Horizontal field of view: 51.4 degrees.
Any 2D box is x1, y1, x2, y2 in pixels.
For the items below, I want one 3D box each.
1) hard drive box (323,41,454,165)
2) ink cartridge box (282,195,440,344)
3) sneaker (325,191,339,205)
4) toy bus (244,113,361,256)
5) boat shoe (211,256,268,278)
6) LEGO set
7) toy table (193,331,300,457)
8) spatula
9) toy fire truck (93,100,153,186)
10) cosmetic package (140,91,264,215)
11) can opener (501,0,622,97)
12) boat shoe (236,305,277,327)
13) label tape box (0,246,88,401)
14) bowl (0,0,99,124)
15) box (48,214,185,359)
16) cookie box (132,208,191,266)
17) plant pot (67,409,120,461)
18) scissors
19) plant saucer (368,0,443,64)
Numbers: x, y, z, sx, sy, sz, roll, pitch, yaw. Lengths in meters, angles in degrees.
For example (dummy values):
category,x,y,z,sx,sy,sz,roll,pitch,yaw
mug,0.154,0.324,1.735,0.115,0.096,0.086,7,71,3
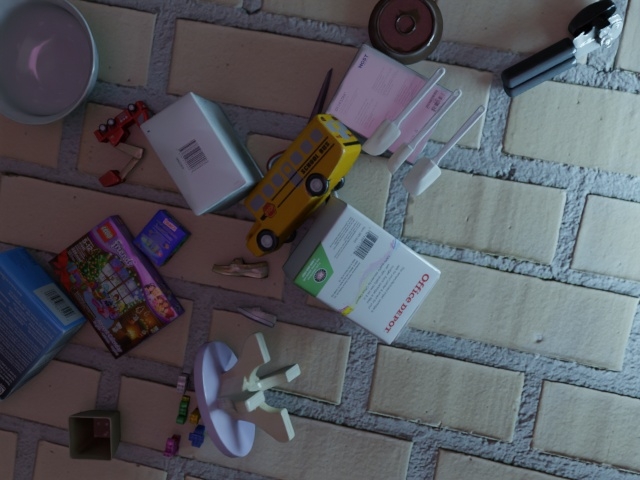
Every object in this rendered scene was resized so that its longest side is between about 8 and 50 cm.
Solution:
category,x,y,z,sx,sy,sz,roll,pitch,yaw
hard drive box,0.151,-0.299,1.480,0.232,0.089,0.181,31,99,3
ink cartridge box,0.090,0.066,1.457,0.278,0.117,0.201,34,92,-20
sneaker,0.000,0.000,1.535,0.121,0.079,0.217,-8,96,6
toy bus,-0.055,-0.113,1.468,0.130,0.108,0.333,47,115,8
boat shoe,-0.190,0.063,1.584,0.135,0.050,0.045,5,93,-3
LEGO set,-0.320,0.434,1.614,0.086,0.093,0.228,11,97,6
toy table,-0.165,0.352,1.529,0.160,0.252,0.275,-17,102,25
spatula,0.227,-0.234,1.426,0.168,0.019,0.242,43,99,6
toy fire truck,-0.465,-0.228,1.587,0.192,0.047,0.135,-32,92,8
cosmetic package,-0.248,-0.187,1.474,0.138,0.224,0.224,-32,92,7
can opener,0.519,-0.410,1.441,0.280,0.074,0.093,-31,57,8
boat shoe,-0.152,0.176,1.599,0.100,0.035,0.035,21,71,8
label tape box,-0.777,0.223,1.638,0.249,0.115,0.347,47,111,1
bowl,-0.635,-0.415,1.545,0.297,0.134,0.298,1,97,7
box,-0.496,0.113,1.621,0.200,0.057,0.293,-35,91,9
cookie box,-0.381,-0.006,1.602,0.092,0.040,0.107,43,100,2
plant pot,-0.550,0.472,1.645,0.109,0.096,0.109,1,96,6
scissors,-0.017,-0.247,1.545,0.109,0.021,0.297,35,98,5
plant saucer,0.190,-0.480,1.487,0.168,0.029,0.169,1,97,7
